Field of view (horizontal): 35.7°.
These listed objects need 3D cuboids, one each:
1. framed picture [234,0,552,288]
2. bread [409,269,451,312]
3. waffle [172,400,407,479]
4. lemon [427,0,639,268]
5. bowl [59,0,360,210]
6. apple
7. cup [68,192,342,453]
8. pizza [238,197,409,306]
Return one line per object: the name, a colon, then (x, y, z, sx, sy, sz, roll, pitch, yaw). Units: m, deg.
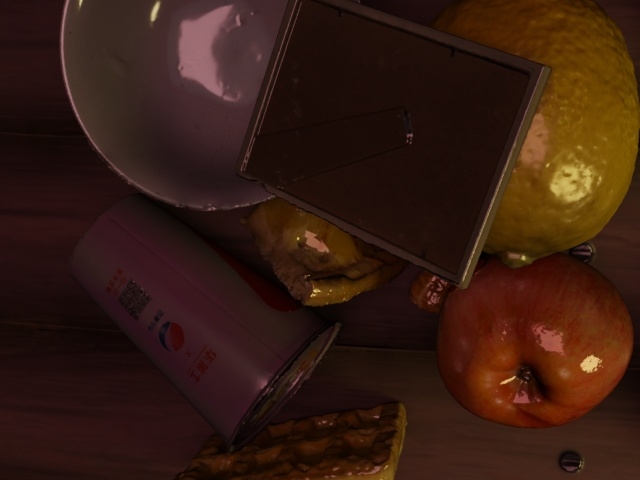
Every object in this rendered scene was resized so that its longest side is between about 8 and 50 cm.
framed picture: (0.053, -0.108, 0.950, 0.289, 0.020, 0.211, 27, 104, 31)
bread: (0.156, 0.014, 1.149, 0.052, 0.044, 0.157, 31, 103, 13)
waffle: (-0.034, 0.265, 1.168, 0.274, 0.168, 0.057, -12, 101, 13)
lemon: (0.201, -0.129, 1.013, 0.245, 0.245, 0.320, -1, 80, 13)
bowl: (-0.103, -0.211, 1.118, 0.345, 0.157, 0.345, 2, 98, 12)
apple: (0.224, 0.107, 1.072, 0.209, 0.164, 0.209, 12, 132, 14)
cup: (-0.144, 0.082, 1.167, 0.288, 0.203, 0.203, 38, 104, 11)
pizza: (-0.004, -0.005, 1.110, 0.188, 0.204, 0.080, 29, 114, 13)
